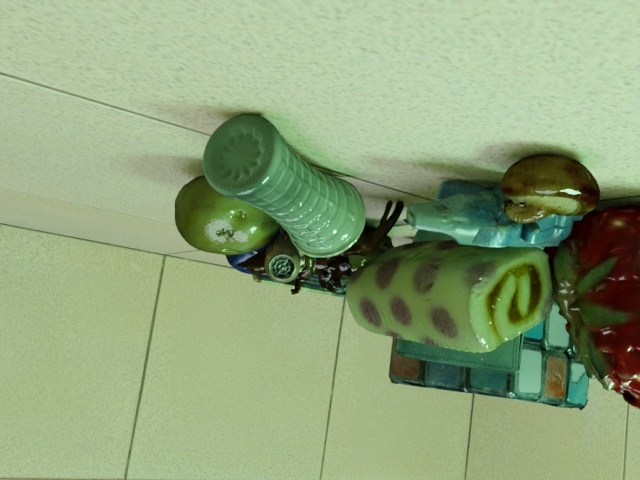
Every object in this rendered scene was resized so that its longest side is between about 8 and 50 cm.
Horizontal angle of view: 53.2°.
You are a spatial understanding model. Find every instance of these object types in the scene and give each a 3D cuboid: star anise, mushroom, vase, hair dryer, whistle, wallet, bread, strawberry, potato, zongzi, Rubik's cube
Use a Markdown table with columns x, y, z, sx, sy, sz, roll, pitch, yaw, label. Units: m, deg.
| x | y | z | sx | sy | sz | roll | pitch | yaw | label |
| --- | --- | --- | --- | --- | --- | --- | --- | --- | --- |
| 0.006 | -0.004 | 1.242 | 0.346 | 0.237 | 0.148 | -18 | -170 | 23 | star anise |
| 0.295 | -0.063 | 0.819 | 0.127 | 0.087 | 0.127 | 10 | 176 | 1 | mushroom |
| -0.047 | -0.073 | 0.934 | 0.143 | 0.143 | 0.299 | 4 | 168 | 24 | vase |
| -0.016 | -0.001 | 1.122 | 0.181 | 0.064 | 0.117 | -32 | -166 | 7 | hair dryer |
| 0.257 | -0.036 | 0.930 | 0.269 | 0.093 | 0.180 | 1 | -154 | -12 | whistle |
| 0.282 | 0.100 | 1.246 | 0.251 | 0.290 | 0.054 | 0 | 162 | 38 | wallet |
| 0.205 | 0.082 | 1.080 | 0.187 | 0.155 | 0.338 | -21 | -170 | -27 | bread |
| 0.540 | 0.074 | 0.961 | 0.345 | 0.295 | 0.317 | -17 | -153 | 5 | strawberry |
| -0.177 | -0.046 | 1.166 | 0.174 | 0.159 | 0.251 | 39 | 170 | -21 | potato |
| 0.055 | 0.002 | 1.504 | 0.260 | 0.123 | 0.289 | 23 | -167 | -6 | zongzi |
| 0.408 | 0.190 | 1.507 | 0.359 | 0.363 | 0.362 | 12 | 172 | -37 | Rubik's cube |

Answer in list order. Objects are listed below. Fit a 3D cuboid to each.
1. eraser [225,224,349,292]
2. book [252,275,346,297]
| x | y | z | sx | sy | sz | roll | pitch | yaw | label |
| --- | --- | --- | --- | --- | --- | --- | --- | --- | --- |
| -0.068 | 0.029 | 1.527 | 0.332 | 0.155 | 0.101 | 13 | 127 | -33 | eraser |
| -0.055 | 0.050 | 1.633 | 0.322 | 0.228 | 0.018 | 15 | 125 | -33 | book |
